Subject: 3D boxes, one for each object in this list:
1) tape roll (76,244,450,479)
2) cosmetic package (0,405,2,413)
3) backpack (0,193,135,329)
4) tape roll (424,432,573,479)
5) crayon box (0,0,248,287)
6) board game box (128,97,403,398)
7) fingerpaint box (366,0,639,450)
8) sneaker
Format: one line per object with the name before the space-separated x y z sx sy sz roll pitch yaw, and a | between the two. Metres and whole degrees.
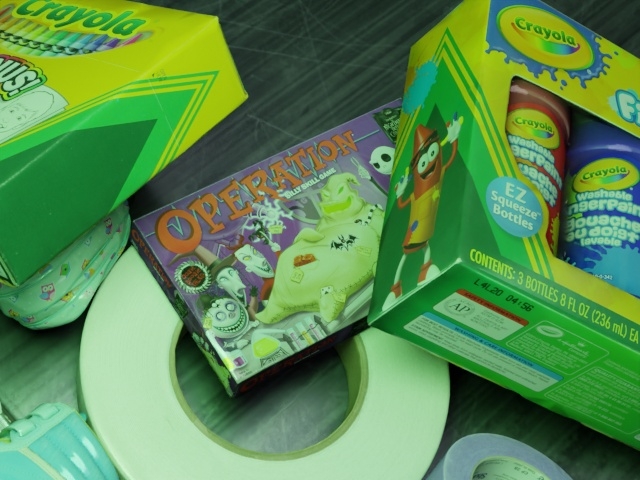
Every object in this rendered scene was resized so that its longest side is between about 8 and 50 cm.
tape roll | -0.059 0.142 1.636 0.392 0.072 0.392 6 62 -10
cosmetic package | -0.421 0.131 1.491 0.239 0.060 0.099 17 39 33
backpack | -0.273 0.000 1.614 0.115 0.152 0.182 49 43 -25
tape roll | 0.183 0.288 1.563 0.189 0.080 0.189 23 35 -17
crayon box | -0.306 -0.124 1.581 0.363 0.106 0.313 17 51 45
board game box | 0.000 0.000 1.657 0.347 0.056 0.208 -27 68 -25
fingerpaint box | 0.295 -0.010 1.645 0.445 0.163 0.371 27 52 -21
sneaker | -0.340 0.221 1.515 0.319 0.127 0.208 23 45 11
